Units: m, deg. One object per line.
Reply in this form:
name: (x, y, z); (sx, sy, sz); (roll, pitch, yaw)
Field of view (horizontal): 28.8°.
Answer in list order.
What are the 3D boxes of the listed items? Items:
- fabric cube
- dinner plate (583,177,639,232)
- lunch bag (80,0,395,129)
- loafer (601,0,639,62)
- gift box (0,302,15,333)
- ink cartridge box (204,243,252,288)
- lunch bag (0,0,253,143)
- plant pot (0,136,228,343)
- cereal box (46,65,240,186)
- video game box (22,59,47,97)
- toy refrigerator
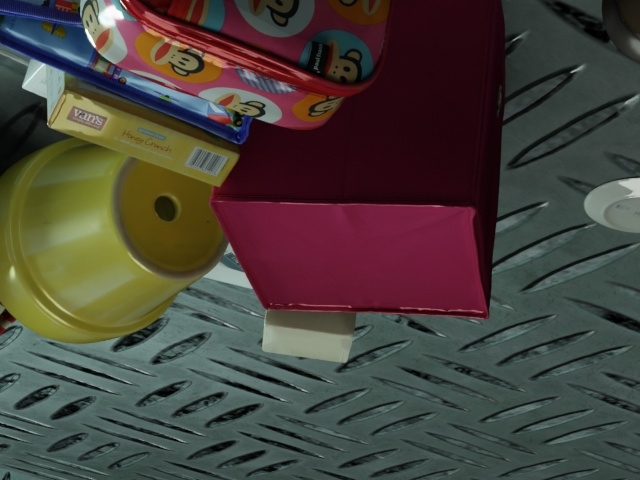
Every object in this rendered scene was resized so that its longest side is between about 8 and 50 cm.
fabric cube: (0.054, -0.089, 1.286); (0.259, 0.258, 0.254); (2, 152, 11)
dinner plate: (0.402, -0.038, 1.563); (0.141, 0.017, 0.141); (7, 153, 4)
lunch bag: (-0.066, -0.251, 0.960); (0.258, 0.293, 0.120); (18, 157, -20)
loafer: (0.444, -0.187, 1.118); (0.366, 0.133, 0.130); (11, 154, -6)
gift box: (-0.505, 0.001, 1.589); (0.255, 0.276, 0.258); (39, 175, 42)
ink cartridge box: (-0.062, -0.018, 1.676); (0.261, 0.066, 0.296); (13, 153, -8)
lunch bag: (-0.170, -0.243, 1.079); (0.293, 0.221, 0.138); (15, 152, -15)
plant pot: (-0.237, -0.015, 1.475); (0.254, 0.254, 0.239); (26, 153, -32)
cereal box: (-0.173, -0.163, 1.177); (0.173, 0.240, 0.047); (19, 123, -26)
video game box: (-0.206, -0.190, 1.391); (0.187, 0.048, 0.205); (25, 149, -27)
toy refrigerator: (0.000, 0.000, 1.464); (0.102, 0.269, 0.094); (8, 153, -1)
